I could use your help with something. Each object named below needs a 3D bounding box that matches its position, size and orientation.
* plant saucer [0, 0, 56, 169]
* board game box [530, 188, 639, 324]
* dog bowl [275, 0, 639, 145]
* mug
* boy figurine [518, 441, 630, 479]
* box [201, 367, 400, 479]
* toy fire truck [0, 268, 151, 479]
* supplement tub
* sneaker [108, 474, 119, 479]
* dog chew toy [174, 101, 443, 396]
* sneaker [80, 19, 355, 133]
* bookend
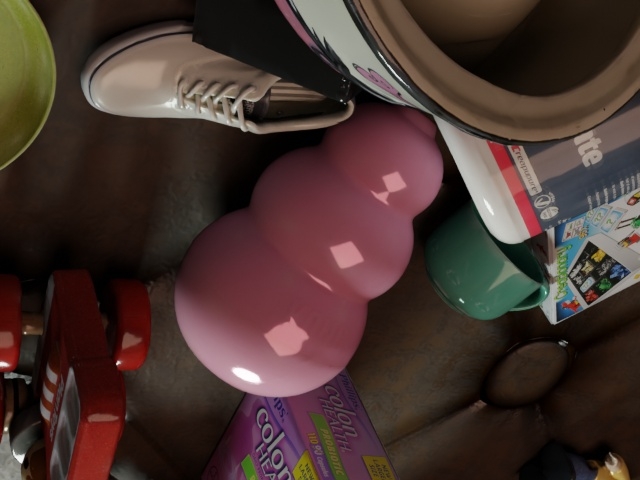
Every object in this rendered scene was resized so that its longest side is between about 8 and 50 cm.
[{"bbox_3d":[-0.349,-0.148,0.786,0.241,0.037,0.241,-12,132,-14],"label":"plant saucer"},{"bbox_3d":[0.353,-0.015,1.136,0.193,0.053,0.305,-27,149,-1],"label":"board game box"},{"bbox_3d":[0.115,-0.278,0.696,0.408,0.150,0.408,-7,102,-37],"label":"dog bowl"},{"bbox_3d":[0.194,0.039,1.100,0.097,0.129,0.158,-41,91,21],"label":"mug"},{"bbox_3d":[0.458,0.434,1.587,0.285,0.092,0.177,30,109,-35],"label":"boy figurine"},{"bbox_3d":[-0.035,0.306,1.181,0.117,0.213,0.243,11,123,-31],"label":"box"},{"bbox_3d":[-0.267,0.186,0.953,0.169,0.254,0.302,4,126,-26],"label":"toy fire truck"},{"bbox_3d":[0.254,-0.131,0.888,0.272,0.191,0.191,-26,134,10],"label":"supplement tub"},{"bbox_3d":[-0.241,0.360,1.243,0.083,0.118,0.222,-30,107,29],"label":"sneaker"},{"bbox_3d":[0.000,0.000,0.958,0.206,0.206,0.332,30,105,-38],"label":"dog chew toy"},{"bbox_3d":[-0.087,-0.146,0.862,0.258,0.091,0.094,-7,130,-18],"label":"sneaker"},{"bbox_3d":[-0.007,-0.208,0.845,0.157,0.156,0.072,24,127,14],"label":"bookend"}]
